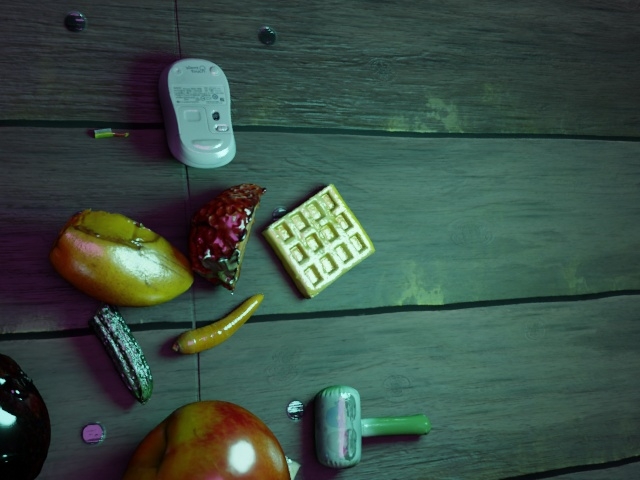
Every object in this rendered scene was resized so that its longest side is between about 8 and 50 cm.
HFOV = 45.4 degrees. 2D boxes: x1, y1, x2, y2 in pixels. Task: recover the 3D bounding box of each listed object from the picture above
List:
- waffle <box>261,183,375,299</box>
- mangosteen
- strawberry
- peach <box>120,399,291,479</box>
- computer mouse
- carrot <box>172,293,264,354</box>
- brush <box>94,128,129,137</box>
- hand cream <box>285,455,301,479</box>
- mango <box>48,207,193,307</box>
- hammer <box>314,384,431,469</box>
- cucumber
[{"bbox_3d":[0.000,0.000,2.018,0.248,0.055,0.221,-36,95,-23],"label":"waffle"},{"bbox_3d":[-0.734,0.414,1.506,0.380,0.381,0.422,18,86,-18],"label":"mangosteen"},{"bbox_3d":[-0.234,-0.035,1.840,0.150,0.253,0.280,15,73,-2],"label":"strawberry"},{"bbox_3d":[-0.237,0.549,1.681,0.388,0.388,0.389,4,80,-21],"label":"peach"},{"bbox_3d":[-0.305,-0.308,1.918,0.184,0.121,0.297,-9,71,-21],"label":"computer mouse"},{"bbox_3d":[-0.243,0.215,1.893,0.271,0.066,0.062,-25,134,-25],"label":"carrot"},{"bbox_3d":[-0.514,-0.264,1.881,0.083,0.019,0.021,-5,74,-20],"label":"brush"},{"bbox_3d":[-0.098,0.610,1.895,0.061,0.039,0.143,29,68,-13],"label":"hand cream"},{"bbox_3d":[-0.454,0.050,1.770,0.350,0.201,0.199,26,91,-33],"label":"mango"},{"bbox_3d":[0.141,0.478,1.975,0.335,0.119,0.207,5,80,-27],"label":"hammer"},{"bbox_3d":[-0.460,0.259,1.789,0.077,0.077,0.265,-32,95,-23],"label":"cucumber"}]
